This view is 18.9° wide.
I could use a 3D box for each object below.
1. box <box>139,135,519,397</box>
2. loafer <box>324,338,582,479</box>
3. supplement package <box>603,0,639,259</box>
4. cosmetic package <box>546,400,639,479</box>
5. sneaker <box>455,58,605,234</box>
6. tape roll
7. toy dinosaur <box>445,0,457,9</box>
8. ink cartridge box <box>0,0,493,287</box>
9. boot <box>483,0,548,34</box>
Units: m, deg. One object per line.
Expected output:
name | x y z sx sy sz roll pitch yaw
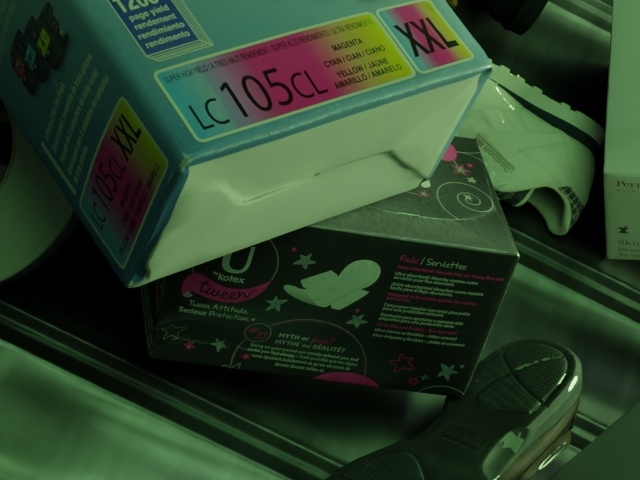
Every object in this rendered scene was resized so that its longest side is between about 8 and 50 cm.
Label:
box | 0.000 0.000 1.434 0.247 0.142 0.163 9 34 -16
loafer | 0.092 0.192 1.430 0.302 0.095 0.109 -37 42 -29
supplement package | 0.369 -0.099 1.588 0.262 0.145 0.204 1 60 12
cosmetic package | 0.374 0.210 1.410 0.377 0.284 0.097 11 61 -15
sneaker | 0.129 -0.087 1.571 0.235 0.090 0.094 23 77 -23
tape roll | -0.270 -0.069 1.382 0.219 0.072 0.219 0 89 -1
toy dinosaur | 0.094 -0.256 1.570 0.064 0.112 0.211 -6 93 17
ink cartridge box | -0.109 -0.190 1.322 0.270 0.151 0.395 -20 63 -36
boot | 0.106 -0.306 1.681 0.207 0.094 0.246 18 53 -15
